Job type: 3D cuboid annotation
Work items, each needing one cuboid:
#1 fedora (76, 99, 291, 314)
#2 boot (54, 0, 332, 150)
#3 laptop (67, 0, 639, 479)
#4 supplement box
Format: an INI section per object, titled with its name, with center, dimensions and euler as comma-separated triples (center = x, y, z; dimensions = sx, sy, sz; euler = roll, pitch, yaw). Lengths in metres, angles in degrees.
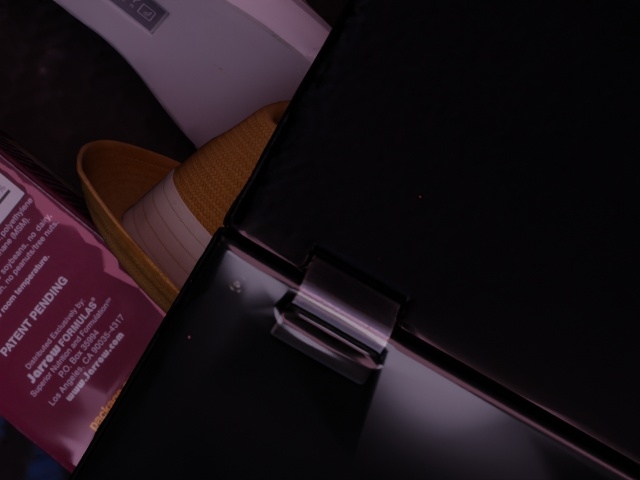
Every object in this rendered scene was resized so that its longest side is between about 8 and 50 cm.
[fedora]
center = 0.000, 0.000, 0.764
dimensions = 0.194, 0.194, 0.079
euler = 39, 104, 3
[boot]
center = -0.042, -0.126, 0.841
dimensions = 0.258, 0.095, 0.123
euler = 42, 49, -16
[laptop]
center = 0.125, 0.094, 0.684
dimensions = 0.382, 0.236, 0.408
euler = 30, 113, -3
[supplement box]
center = -0.104, 0.029, 0.787
dimensions = 0.188, 0.104, 0.081
euler = 39, 90, 3
